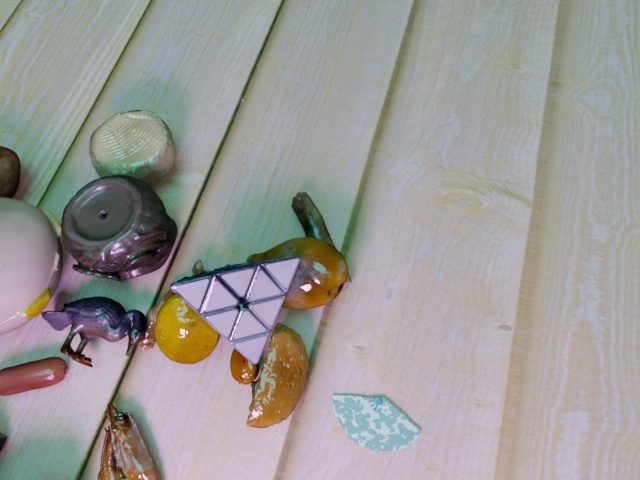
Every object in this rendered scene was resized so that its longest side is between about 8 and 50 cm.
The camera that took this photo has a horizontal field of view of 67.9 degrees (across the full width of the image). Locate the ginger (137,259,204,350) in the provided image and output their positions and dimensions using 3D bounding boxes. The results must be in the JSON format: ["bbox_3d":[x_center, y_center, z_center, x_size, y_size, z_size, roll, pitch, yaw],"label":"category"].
[{"bbox_3d":[-0.411,0.178,1.318,0.089,0.075,0.288,34,77,20],"label":"ginger"}]

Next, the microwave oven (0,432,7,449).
[{"bbox_3d":[-0.916,0.570,1.090,0.181,0.237,0.295,17,68,9],"label":"microwave oven"}]

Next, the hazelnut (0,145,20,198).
[{"bbox_3d":[-1.001,-0.194,1.429,0.214,0.176,0.215,-11,67,27],"label":"hazelnut"}]

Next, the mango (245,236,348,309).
[{"bbox_3d":[-0.075,0.087,1.280,0.316,0.146,0.193,-1,82,27],"label":"mango"}]

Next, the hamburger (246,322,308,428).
[{"bbox_3d":[-0.103,0.349,1.206,0.130,0.124,0.262,16,71,7],"label":"hamburger"}]

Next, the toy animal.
[{"bbox_3d":[-0.608,0.232,1.271,0.298,0.122,0.185,16,62,26],"label":"toy animal"}]

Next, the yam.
[{"bbox_3d":[0.000,0.000,1.372,0.071,0.067,0.318,-20,69,-18],"label":"yam"}]

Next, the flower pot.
[{"bbox_3d":[-0.556,-0.020,1.326,0.301,0.213,0.302,-1,68,3],"label":"flower pot"}]

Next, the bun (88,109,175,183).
[{"bbox_3d":[-0.565,-0.264,1.458,0.259,0.152,0.260,0,66,0],"label":"bun"}]

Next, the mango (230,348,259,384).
[{"bbox_3d":[-0.199,0.321,1.255,0.080,0.060,0.114,-9,69,14],"label":"mango"}]

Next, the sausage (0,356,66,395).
[{"bbox_3d":[-0.770,0.360,1.258,0.194,0.077,0.077,-14,68,-3],"label":"sausage"}]

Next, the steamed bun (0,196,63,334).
[{"bbox_3d":[-0.857,0.066,1.250,0.333,0.334,0.374,-4,64,1],"label":"steamed bun"}]

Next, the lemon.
[{"bbox_3d":[-0.339,0.224,1.226,0.169,0.207,0.170,17,33,-12],"label":"lemon"}]

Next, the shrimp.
[{"bbox_3d":[-0.489,0.546,1.179,0.154,0.062,0.294,-23,70,-1],"label":"shrimp"}]

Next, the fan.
[{"bbox_3d":[0.134,0.461,1.211,0.240,0.009,0.131,20,71,10],"label":"fan"}]

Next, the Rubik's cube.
[{"bbox_3d":[-0.206,0.132,1.206,0.233,0.228,0.229,25,57,11],"label":"Rubik's cube"}]
